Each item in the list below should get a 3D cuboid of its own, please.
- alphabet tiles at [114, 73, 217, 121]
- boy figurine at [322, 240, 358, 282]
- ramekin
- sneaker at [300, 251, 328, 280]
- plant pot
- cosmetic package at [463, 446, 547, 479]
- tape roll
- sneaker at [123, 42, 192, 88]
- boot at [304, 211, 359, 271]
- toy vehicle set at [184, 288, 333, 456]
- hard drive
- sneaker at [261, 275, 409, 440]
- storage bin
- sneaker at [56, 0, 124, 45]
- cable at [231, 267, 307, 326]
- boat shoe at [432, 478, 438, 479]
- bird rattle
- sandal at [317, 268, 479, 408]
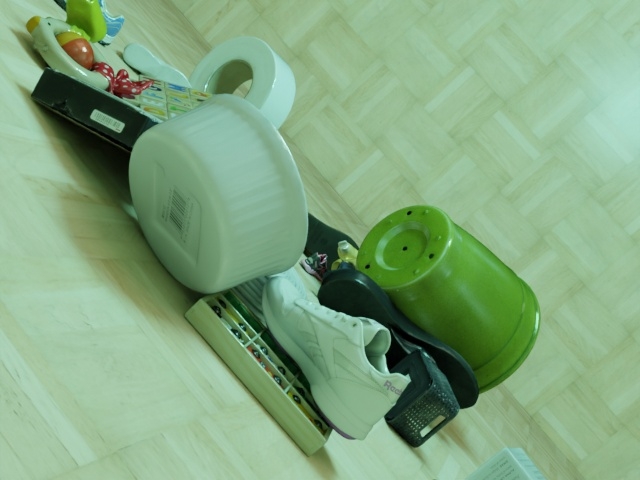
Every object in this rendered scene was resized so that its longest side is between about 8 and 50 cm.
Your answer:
[{"bbox_3d":[-0.276,-0.287,2.016,0.342,0.011,0.285,13,22,-16],"label":"alphabet tiles"},{"bbox_3d":[0.061,0.085,2.227,0.285,0.092,0.177,-68,152,-80],"label":"boy figurine"},{"bbox_3d":[-0.156,-0.058,1.347,0.135,0.277,0.277,-26,67,-34],"label":"ramekin"},{"bbox_3d":[0.000,0.059,2.259,0.047,0.057,0.119,50,7,25],"label":"sneaker"},{"bbox_3d":[0.262,0.113,2.143,0.353,0.366,0.366,50,6,-38],"label":"plant pot"},{"bbox_3d":[0.359,0.502,1.746,0.184,0.151,0.151,52,11,23],"label":"cosmetic package"},{"bbox_3d":[-0.208,-0.376,2.406,0.100,0.286,0.286,35,16,-53],"label":"tape roll"},{"bbox_3d":[-0.401,-0.413,2.345,0.212,0.080,0.094,44,-2,-18],"label":"sneaker"},{"bbox_3d":[0.000,0.000,2.395,0.305,0.112,0.115,41,0,-29],"label":"boot"},{"bbox_3d":[-0.080,0.185,1.383,0.267,0.035,0.166,48,8,1],"label":"toy vehicle set"},{"bbox_3d":[-0.285,-0.167,1.568,0.237,0.064,0.339,27,-2,28],"label":"hard drive"},{"bbox_3d":[0.023,0.150,1.416,0.305,0.152,0.114,52,12,34],"label":"sneaker"},{"bbox_3d":[0.190,0.309,1.864,0.084,0.122,0.180,45,9,-16],"label":"storage bin"},{"bbox_3d":[-0.549,-0.554,2.189,0.211,0.081,0.080,42,12,-28],"label":"sneaker"},{"bbox_3d":[-0.129,0.036,1.618,0.257,0.089,0.257,47,9,-8],"label":"cable"},{"bbox_3d":[0.240,0.481,1.540,0.104,0.089,0.285,18,-20,48],"label":"boat shoe"},{"bbox_3d":[-0.443,-0.327,1.739,0.253,0.143,0.207,63,23,9],"label":"bird rattle"},{"bbox_3d":[0.158,0.244,2.013,0.446,0.167,0.107,41,40,-17],"label":"sandal"}]
